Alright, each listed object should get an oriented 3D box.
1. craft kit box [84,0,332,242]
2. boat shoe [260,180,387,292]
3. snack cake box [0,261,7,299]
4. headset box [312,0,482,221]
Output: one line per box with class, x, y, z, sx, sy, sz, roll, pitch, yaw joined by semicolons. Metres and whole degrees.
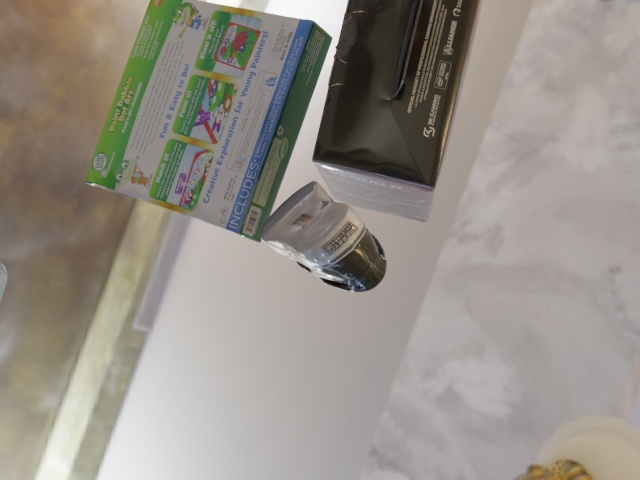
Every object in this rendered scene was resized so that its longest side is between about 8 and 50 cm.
craft kit box;-0.135;-0.149;1.079;0.246;0.061;0.250;19;-92;29
boat shoe;0.000;0.000;0.531;0.049;0.040;0.142;-44;-164;-2
snack cake box;-0.198;-0.022;0.209;0.152;0.264;0.089;2;-121;7
headset box;0.076;-0.145;0.861;0.110;0.293;0.218;13;-94;6
